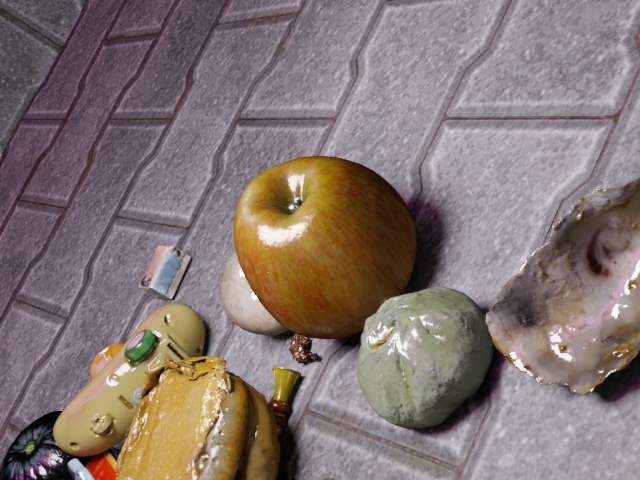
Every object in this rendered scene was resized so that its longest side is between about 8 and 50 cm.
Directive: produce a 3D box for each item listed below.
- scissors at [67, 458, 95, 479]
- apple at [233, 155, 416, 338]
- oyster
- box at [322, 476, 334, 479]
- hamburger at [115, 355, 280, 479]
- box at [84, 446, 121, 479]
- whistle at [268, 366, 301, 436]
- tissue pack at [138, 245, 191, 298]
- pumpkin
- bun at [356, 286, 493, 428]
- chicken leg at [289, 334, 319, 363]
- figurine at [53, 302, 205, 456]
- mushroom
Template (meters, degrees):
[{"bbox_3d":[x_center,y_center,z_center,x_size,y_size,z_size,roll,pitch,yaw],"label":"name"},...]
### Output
[{"bbox_3d":[-0.271,0.479,1.742,0.029,0.191,0.360,-27,59,-19],"label":"scissors"},{"bbox_3d":[0.000,0.000,1.721,0.264,0.264,0.264,-35,37,33],"label":"apple"},{"bbox_3d":[0.367,0.032,1.337,0.396,0.111,0.204,-47,50,17],"label":"oyster"},{"bbox_3d":[0.002,0.384,1.582,0.126,0.031,0.091,-57,31,2],"label":"box"},{"bbox_3d":[-0.178,0.314,1.756,0.319,0.158,0.318,-29,51,44],"label":"hamburger"},{"bbox_3d":[-0.342,0.450,1.979,0.153,0.074,0.240,-56,30,-4],"label":"box"},{"bbox_3d":[-0.069,0.246,1.800,0.057,0.046,0.109,2,70,40],"label":"whistle"},{"bbox_3d":[-0.294,0.059,2.269,0.074,0.059,0.094,-1,61,57],"label":"tissue pack"},{"bbox_3d":[-0.480,0.403,2.147,0.202,0.140,0.202,-26,35,20],"label":"pumpkin"},{"bbox_3d":[0.125,0.143,1.544,0.195,0.118,0.195,-33,38,30],"label":"bun"},{"bbox_3d":[-0.027,0.168,1.828,0.036,0.021,0.083,-44,33,5],"label":"chicken leg"},{"bbox_3d":[-0.332,0.236,2.064,0.324,0.124,0.222,-44,20,-2],"label":"figurine"},{"bbox_3d":[-0.083,0.075,1.892,0.154,0.122,0.154,0,90,22],"label":"mushroom"}]
